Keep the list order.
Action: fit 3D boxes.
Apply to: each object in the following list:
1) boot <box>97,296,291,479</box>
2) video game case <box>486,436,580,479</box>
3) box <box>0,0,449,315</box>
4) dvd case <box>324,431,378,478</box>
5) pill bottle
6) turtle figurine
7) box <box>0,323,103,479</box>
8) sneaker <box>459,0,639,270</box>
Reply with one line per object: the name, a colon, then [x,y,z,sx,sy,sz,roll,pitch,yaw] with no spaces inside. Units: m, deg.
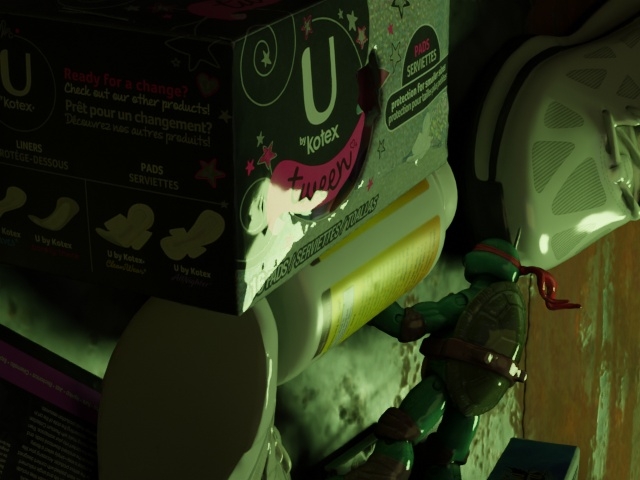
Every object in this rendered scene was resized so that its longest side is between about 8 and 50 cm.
boot: [-0.062,0.117,0.908,0.123,0.095,0.258,-36,146,-60]
video game case: [0.133,0.288,1.162,0.269,0.061,0.244,-17,113,-76]
box: [-0.048,-0.081,0.860,0.247,0.163,0.142,-37,131,-54]
dvd case: [0.038,0.202,1.161,0.087,0.013,0.119,-26,113,-53]
pill bottle: [0.000,0.000,1.005,0.215,0.117,0.117,-32,117,-51]
turtle figurine: [0.086,0.078,1.125,0.175,0.118,0.234,27,76,-31]
box: [-0.168,0.133,0.838,0.116,0.029,0.162,39,58,-50]
sneaker: [0.303,-0.107,1.328,0.447,0.258,0.169,-42,125,-47]
